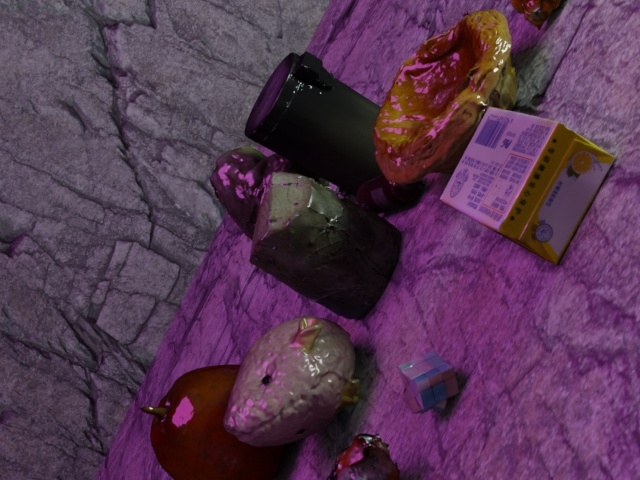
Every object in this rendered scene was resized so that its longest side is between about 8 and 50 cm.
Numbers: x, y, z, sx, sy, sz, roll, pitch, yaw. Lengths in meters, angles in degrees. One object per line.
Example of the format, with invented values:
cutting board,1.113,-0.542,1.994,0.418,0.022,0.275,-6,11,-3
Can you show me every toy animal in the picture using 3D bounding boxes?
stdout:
toy animal,-0.038,0.236,1.801,0.226,0.188,0.358,-34,12,13

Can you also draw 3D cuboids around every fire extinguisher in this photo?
fire extinguisher,0.130,-0.106,1.968,0.071,0.099,0.231,-61,12,-17

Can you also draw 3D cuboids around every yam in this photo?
yam,0.002,-0.001,1.911,0.201,0.271,0.202,-53,25,31

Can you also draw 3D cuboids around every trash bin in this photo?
trash bin,0.020,-0.234,2.168,0.252,0.302,0.203,-46,22,40

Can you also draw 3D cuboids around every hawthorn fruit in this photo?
hawthorn fruit,-0.208,0.355,1.970,0.277,0.298,0.277,-49,29,40

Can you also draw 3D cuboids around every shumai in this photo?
shumai,-0.142,-0.082,2.366,0.309,0.263,0.304,74,-147,-57

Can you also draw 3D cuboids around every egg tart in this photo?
egg tart,0.226,-0.226,1.752,0.352,0.150,0.352,-49,23,29

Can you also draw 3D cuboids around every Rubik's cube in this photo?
Rubik's cube,0.151,0.203,1.444,0.084,0.075,0.073,-109,2,-69

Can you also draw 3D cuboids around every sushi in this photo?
sushi,0.057,0.354,1.468,0.226,0.097,0.103,112,-179,-56

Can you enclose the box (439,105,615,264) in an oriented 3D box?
box,0.277,-0.084,1.434,0.168,0.097,0.265,-63,14,4

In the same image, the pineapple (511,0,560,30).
pineapple,0.380,-0.496,1.705,0.249,0.140,0.164,-65,16,-18
